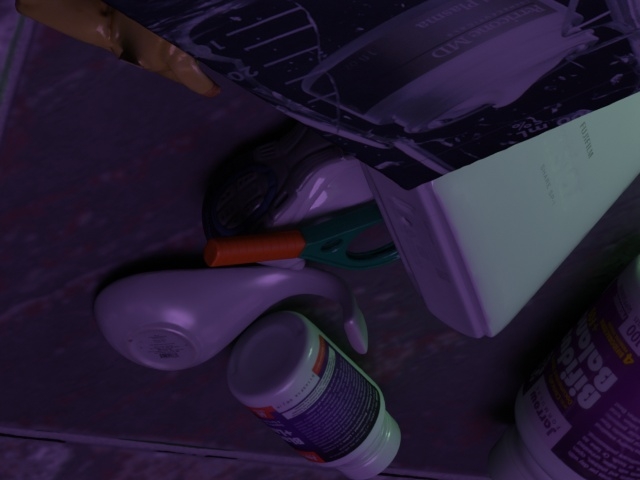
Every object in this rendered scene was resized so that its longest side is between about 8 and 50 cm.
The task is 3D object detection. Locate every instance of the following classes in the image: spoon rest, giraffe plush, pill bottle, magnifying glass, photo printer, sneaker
[{"bbox_3d":[-0.088,0.072,1.880,0.276,0.084,0.137,-3,140,16],"label":"spoon rest"},{"bbox_3d":[-0.135,-0.229,1.565,0.181,0.210,0.170,23,94,-26],"label":"giraffe plush"},{"bbox_3d":[-0.001,0.165,1.971,0.108,0.108,0.193,-32,130,15],"label":"pill bottle"},{"bbox_3d":[0.308,0.164,2.004,0.169,0.169,0.301,20,123,-28],"label":"pill bottle"},{"bbox_3d":[0.000,0.000,1.766,0.231,0.026,0.092,-8,149,-32],"label":"magnifying glass"},{"bbox_3d":[0.185,-0.097,1.701,0.307,0.107,0.256,-47,142,-19],"label":"photo printer"},{"bbox_3d":[0.028,-0.077,1.783,0.297,0.111,0.129,-35,146,23],"label":"sneaker"}]

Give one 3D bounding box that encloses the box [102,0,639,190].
[{"bbox_3d":[0.121,-0.307,1.309,0.479,0.297,0.471,-23,155,24],"label":"box"}]
